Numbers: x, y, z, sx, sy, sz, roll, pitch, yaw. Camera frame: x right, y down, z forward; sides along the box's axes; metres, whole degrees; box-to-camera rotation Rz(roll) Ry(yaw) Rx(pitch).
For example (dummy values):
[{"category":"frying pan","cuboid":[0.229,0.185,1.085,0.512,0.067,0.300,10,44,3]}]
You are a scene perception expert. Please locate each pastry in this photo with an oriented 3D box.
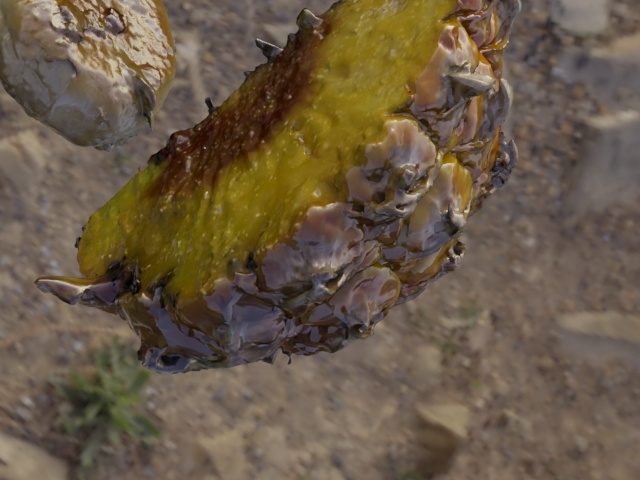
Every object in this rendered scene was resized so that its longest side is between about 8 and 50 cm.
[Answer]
[{"category":"pastry","cuboid":[-0.267,-0.230,1.901,0.257,0.121,0.236,53,35,-13]}]

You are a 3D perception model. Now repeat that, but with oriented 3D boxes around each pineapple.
[{"category":"pineapple","cuboid":[0.004,0.002,0.875,0.334,0.161,0.158,-33,133,20]}]
